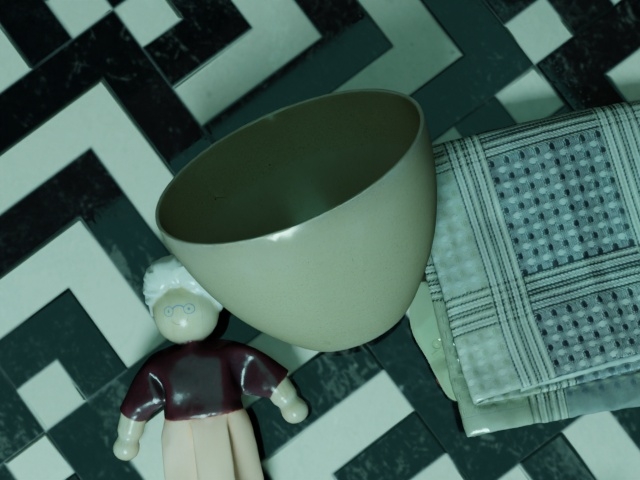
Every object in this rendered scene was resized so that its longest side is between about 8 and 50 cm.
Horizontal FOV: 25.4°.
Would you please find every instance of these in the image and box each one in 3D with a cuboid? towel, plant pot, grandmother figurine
[{"bbox_3d":[0.266,0.025,1.486,0.312,0.056,0.324,-12,80,-5],"label":"towel"},{"bbox_3d":[0.000,0.000,1.437,0.284,0.284,0.191,-23,116,0],"label":"plant pot"},{"bbox_3d":[-0.118,0.181,1.487,0.207,0.104,0.342,-10,87,-8],"label":"grandmother figurine"}]

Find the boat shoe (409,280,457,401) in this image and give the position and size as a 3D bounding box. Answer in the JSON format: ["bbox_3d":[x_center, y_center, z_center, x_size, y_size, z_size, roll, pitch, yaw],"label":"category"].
[{"bbox_3d":[0.129,0.108,1.512,0.049,0.042,0.133,-22,82,3],"label":"boat shoe"}]
